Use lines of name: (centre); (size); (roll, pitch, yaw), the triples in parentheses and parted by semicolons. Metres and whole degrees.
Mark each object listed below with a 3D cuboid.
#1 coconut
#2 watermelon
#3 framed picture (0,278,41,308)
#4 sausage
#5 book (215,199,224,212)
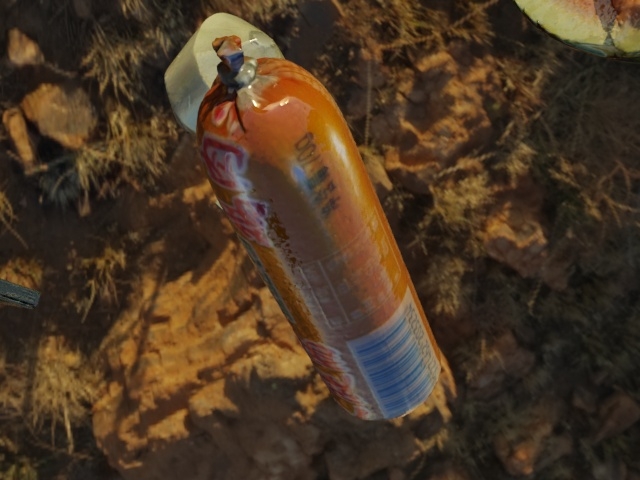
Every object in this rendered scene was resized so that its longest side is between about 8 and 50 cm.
coconut: (-0.162, -0.290, 1.548); (0.241, 0.241, 0.241); (-9, 123, -14)
watermelon: (0.202, -0.262, 0.712); (0.128, 0.303, 0.159); (-13, 166, 2)
framed picture: (-0.232, 0.001, 0.398); (0.136, 0.201, 0.010); (27, 73, -38)
sausage: (0.000, 0.000, 0.552); (0.093, 0.093, 0.312); (-27, 134, -1)
book: (-0.086, 0.023, 1.588); (0.269, 0.191, 0.025); (44, 87, 1)
